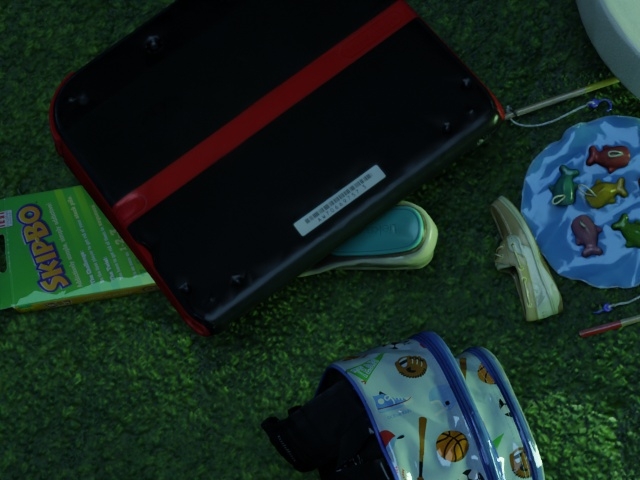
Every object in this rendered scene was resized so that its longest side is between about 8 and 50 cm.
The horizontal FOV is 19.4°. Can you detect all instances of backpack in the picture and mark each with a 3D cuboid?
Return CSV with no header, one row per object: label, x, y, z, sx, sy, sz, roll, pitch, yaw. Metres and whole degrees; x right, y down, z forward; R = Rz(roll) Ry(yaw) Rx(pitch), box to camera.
backpack,0.091,0.214,1.748,0.213,0.263,0.276,-25,71,-10

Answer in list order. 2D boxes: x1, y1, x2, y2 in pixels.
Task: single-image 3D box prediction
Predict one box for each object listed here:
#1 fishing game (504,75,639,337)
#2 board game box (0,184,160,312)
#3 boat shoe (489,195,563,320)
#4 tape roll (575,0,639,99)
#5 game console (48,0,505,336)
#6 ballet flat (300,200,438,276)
fishing game,0.299,-0.041,1.911,0.189,0.041,0.264,-14,74,4
board game box,-0.224,-0.001,1.978,0.259,0.039,0.124,-9,72,3
boat shoe,0.199,0.019,1.902,0.045,0.050,0.135,-24,72,-5
tape roll,0.449,-0.278,1.899,0.392,0.072,0.392,1,67,-4
game console,-0.057,-0.128,1.926,0.386,0.060,0.342,-36,67,-6
ballet flat,0.000,0.000,1.923,0.248,0.086,0.086,2,74,14
